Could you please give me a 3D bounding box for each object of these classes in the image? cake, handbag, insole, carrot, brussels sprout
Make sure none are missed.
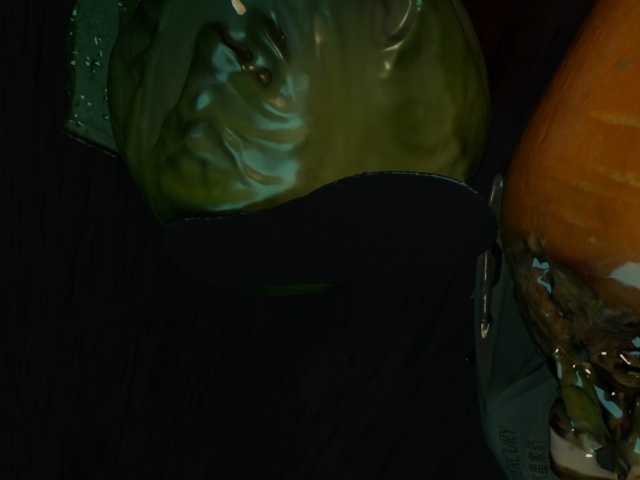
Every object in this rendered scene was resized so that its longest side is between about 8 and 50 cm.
[{"bbox_3d":[-0.116,-0.179,1.098,0.100,0.099,0.235,24,127,25],"label":"cake"},{"bbox_3d":[0.156,0.089,1.086,0.270,0.117,0.182,76,174,-48],"label":"handbag"},{"bbox_3d":[0.000,0.000,0.844,0.232,0.003,0.080,-9,131,42],"label":"insole"},{"bbox_3d":[0.191,-0.023,0.752,0.193,0.331,0.214,23,166,26],"label":"carrot"},{"bbox_3d":[-0.009,-0.093,0.930,0.219,0.210,0.271,49,151,33],"label":"brussels sprout"}]

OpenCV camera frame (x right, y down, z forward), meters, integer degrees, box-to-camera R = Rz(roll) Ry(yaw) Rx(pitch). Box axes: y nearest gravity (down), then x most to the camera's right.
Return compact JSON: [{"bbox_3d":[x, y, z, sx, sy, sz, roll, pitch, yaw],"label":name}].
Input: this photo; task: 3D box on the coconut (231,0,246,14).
[{"bbox_3d":[-0.002,-0.250,0.636,0.297,0.254,0.297,7,118,15],"label":"coconut"}]
